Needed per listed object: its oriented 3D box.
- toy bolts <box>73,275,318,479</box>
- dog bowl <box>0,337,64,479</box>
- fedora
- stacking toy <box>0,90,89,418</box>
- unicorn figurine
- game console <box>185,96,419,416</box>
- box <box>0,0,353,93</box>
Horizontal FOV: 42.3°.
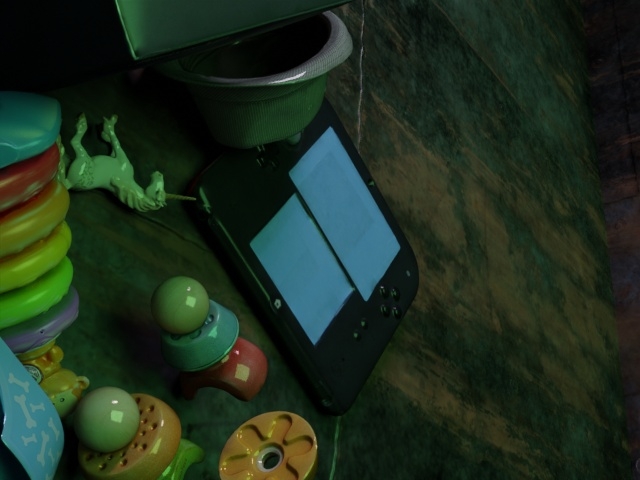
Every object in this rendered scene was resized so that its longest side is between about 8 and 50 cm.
[{"bbox_3d":[-0.117,0.146,0.819,0.228,0.218,0.158,-80,155,-44],"label":"toy bolts"},{"bbox_3d":[-0.309,0.105,0.617,0.297,0.166,0.074,58,26,-20],"label":"dog bowl"},{"bbox_3d":[-0.081,-0.204,1.058,0.275,0.244,0.124,-62,155,-49],"label":"fedora"},{"bbox_3d":[-0.274,0.037,0.717,0.166,0.175,0.302,-123,-161,-64],"label":"stacking toy"},{"bbox_3d":[-0.231,-0.082,0.901,0.162,0.060,0.111,-11,85,-39],"label":"unicorn figurine"},{"bbox_3d":[0.000,0.000,1.180,0.386,0.060,0.342,58,36,-19],"label":"game console"},{"bbox_3d":[-0.170,-0.259,0.783,0.296,0.294,0.182,-30,110,-42],"label":"box"}]
